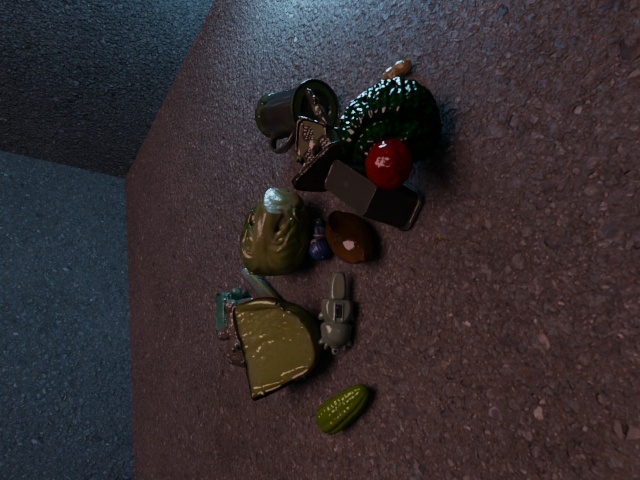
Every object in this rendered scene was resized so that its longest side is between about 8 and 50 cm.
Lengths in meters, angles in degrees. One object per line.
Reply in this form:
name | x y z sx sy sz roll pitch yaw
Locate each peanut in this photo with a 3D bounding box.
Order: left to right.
peanut | 0.235 -0.516 1.450 0.113 0.054 0.053 -24 62 47

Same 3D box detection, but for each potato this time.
potato | -0.108 0.330 1.584 0.280 0.213 0.330 -14 90 24

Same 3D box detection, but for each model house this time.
model house | -0.023 -0.322 1.498 0.218 0.205 0.278 -41 65 30

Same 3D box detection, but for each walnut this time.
walnut | 0.084 -0.012 1.452 0.245 0.137 0.137 50 120 47

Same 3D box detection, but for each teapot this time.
teapot | -0.114 -0.448 1.764 0.337 0.200 0.270 13 81 55

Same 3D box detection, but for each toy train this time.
toy train | -0.371 0.306 1.985 0.163 0.112 0.203 -30 57 53

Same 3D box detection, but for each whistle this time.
whistle | -0.224 0.200 1.853 0.326 0.068 0.057 40 141 49
whistle | 0.049 0.223 1.457 0.106 0.102 0.253 -9 76 55

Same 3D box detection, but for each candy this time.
candy | 0.070 0.481 1.371 0.209 0.097 0.096 -49 46 30

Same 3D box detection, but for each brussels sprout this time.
brussels sprout | -0.163 -0.015 1.674 0.328 0.247 0.327 -177 90 -71

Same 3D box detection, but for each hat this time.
hat | 0.189 -0.248 1.231 0.274 0.242 0.332 -30 38 27

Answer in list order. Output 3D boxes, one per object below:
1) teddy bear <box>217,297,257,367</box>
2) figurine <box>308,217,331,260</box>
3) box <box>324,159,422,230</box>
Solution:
teddy bear | -0.286 0.351 1.817 0.236 0.151 0.267 -7 67 19
figurine | 0.000 0.000 1.612 0.087 0.086 0.149 -7 62 27
box | 0.142 -0.146 1.369 0.274 0.178 0.138 41 113 49
